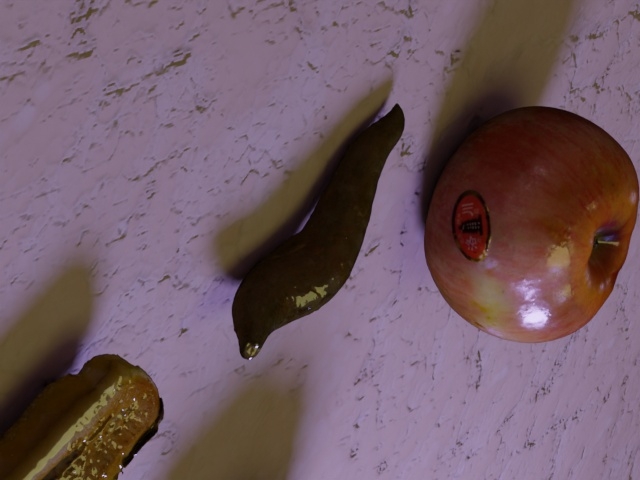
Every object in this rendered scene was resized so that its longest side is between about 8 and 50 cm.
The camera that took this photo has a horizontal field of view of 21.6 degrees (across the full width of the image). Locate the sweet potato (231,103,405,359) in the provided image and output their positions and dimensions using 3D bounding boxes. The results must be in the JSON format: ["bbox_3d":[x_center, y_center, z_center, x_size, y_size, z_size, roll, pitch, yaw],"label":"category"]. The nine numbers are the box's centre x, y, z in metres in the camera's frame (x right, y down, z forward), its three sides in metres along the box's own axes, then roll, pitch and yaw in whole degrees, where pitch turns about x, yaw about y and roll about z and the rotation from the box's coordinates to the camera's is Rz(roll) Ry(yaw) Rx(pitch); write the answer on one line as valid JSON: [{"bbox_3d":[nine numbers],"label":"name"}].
[{"bbox_3d":[0.002,0.000,1.287,0.249,0.059,0.069,-53,140,-25],"label":"sweet potato"}]

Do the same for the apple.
[{"bbox_3d":[0.187,-0.014,1.473,0.209,0.164,0.209,-40,144,-38],"label":"apple"}]

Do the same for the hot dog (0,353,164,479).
[{"bbox_3d":[-0.216,0.186,1.075,0.289,0.068,0.083,-45,126,-21],"label":"hot dog"}]
